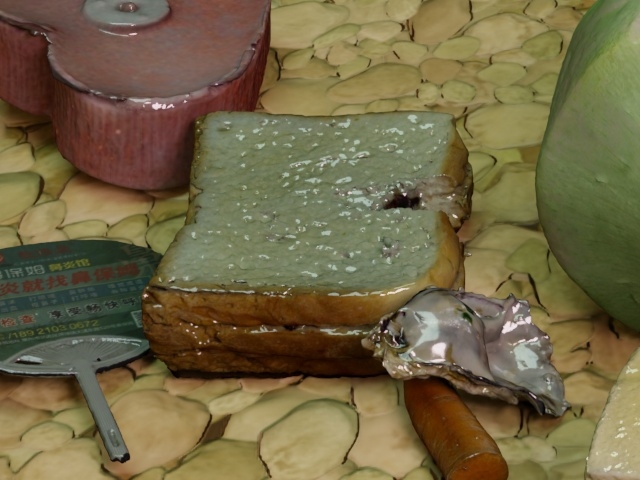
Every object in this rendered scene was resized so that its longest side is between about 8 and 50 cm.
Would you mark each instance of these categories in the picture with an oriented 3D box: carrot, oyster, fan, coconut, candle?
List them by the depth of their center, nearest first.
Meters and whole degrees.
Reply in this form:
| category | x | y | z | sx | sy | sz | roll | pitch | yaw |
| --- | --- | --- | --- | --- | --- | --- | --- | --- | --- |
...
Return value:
| category | x | y | z | sx | sy | sz | roll | pitch | yaw |
| --- | --- | --- | --- | --- | --- | --- | --- | --- | --- |
| carrot | 0.089 | 0.133 | 1.359 | 0.048 | 0.048 | 0.139 | -19 | 35 | -11 |
| coconut | 0.311 | -0.062 | 1.374 | 0.328 | 0.281 | 0.328 | 23 | 38 | -19 |
| oyster | 0.110 | 0.075 | 1.376 | 0.165 | 0.053 | 0.108 | 22 | 51 | -25 |
| fan | -0.185 | 0.067 | 1.516 | 0.294 | 0.012 | 0.223 | 26 | 38 | 32 |
| candle | -0.169 | -0.180 | 1.778 | 0.287 | 0.131 | 0.317 | -28 | 49 | -32 |

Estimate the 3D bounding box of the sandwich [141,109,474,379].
| category | x | y | z | sx | sy | sz | roll | pitch | yaw |
| --- | --- | --- | --- | --- | --- | --- | --- | --- | --- |
| sandwich | 0.000 | -0.001 | 1.518 | 0.249 | 0.095 | 0.273 | 0 | 37 | 8 |

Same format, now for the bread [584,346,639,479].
| category | x | y | z | sx | sy | sz | roll | pitch | yaw |
| --- | --- | --- | --- | --- | --- | --- | --- | --- | --- |
| bread | 0.216 | 0.167 | 1.158 | 0.068 | 0.188 | 0.125 | 6 | 40 | 24 |
